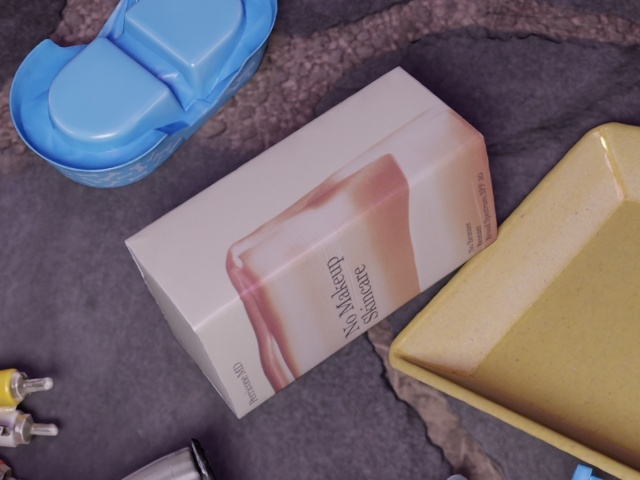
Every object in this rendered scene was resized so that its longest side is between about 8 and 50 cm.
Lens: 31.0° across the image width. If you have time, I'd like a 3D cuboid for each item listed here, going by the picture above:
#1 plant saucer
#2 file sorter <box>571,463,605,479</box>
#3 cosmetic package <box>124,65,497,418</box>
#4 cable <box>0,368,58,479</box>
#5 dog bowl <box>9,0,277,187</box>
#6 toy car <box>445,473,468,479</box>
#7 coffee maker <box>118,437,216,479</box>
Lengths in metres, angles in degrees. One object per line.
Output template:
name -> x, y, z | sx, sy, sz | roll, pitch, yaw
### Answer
plant saucer -> 0.272, 0.055, 0.976 | 0.333, 0.081, 0.332 | -45, 34, -17
file sorter -> 0.234, 0.257, 0.888 | 0.104, 0.170, 0.118 | 16, 75, 22
cosmetic package -> 0.000, 0.000, 1.021 | 0.296, 0.153, 0.129 | -34, 52, -12
cable -> -0.378, 0.165, 1.034 | 0.287, 0.072, 0.139 | 9, 83, 18
dog bowl -> -0.169, -0.172, 1.155 | 0.166, 0.074, 0.297 | 38, 73, 16
toy car -> 0.078, 0.279, 0.925 | 0.188, 0.149, 0.155 | -31, 81, -25
coffee maker -> -0.148, 0.270, 0.934 | 0.178, 0.120, 0.171 | -23, 69, -9
